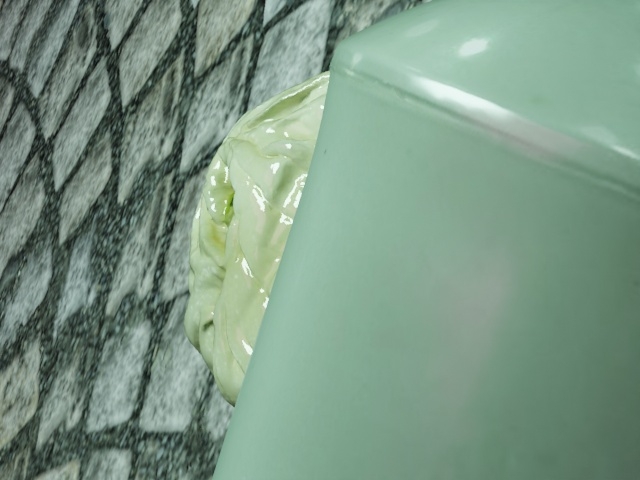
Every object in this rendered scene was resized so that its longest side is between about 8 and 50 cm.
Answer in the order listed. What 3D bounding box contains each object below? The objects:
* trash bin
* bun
[{"bbox_3d":[0.086,0.119,0.654,0.280,0.280,0.432,35,106,64],"label":"trash bin"},{"bbox_3d":[0.000,0.000,1.063,0.229,0.145,0.229,-56,19,31],"label":"bun"}]
